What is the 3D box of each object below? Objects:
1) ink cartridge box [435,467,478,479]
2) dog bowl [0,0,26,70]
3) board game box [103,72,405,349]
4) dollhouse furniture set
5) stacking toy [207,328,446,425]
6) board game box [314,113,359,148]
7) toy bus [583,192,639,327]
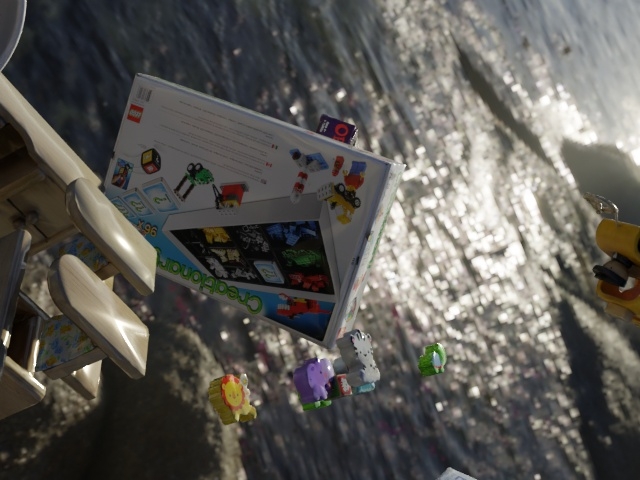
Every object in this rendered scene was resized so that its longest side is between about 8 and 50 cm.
[{"bbox_3d":[0.169,0.316,0.996,0.223,0.224,0.045,-24,128,-55],"label":"ink cartridge box"},{"bbox_3d":[-0.489,-0.289,1.228,0.265,0.104,0.265,-17,118,-35],"label":"dog bowl"},{"bbox_3d":[-0.084,-0.035,1.079,0.053,0.305,0.193,-3,114,-66],"label":"board game box"},{"bbox_3d":[-0.246,0.006,0.723,0.161,0.212,0.242,52,21,-37],"label":"dollhouse furniture set"},{"bbox_3d":[0.015,0.137,1.080,0.221,0.167,0.052,6,66,-59],"label":"stacking toy"},{"bbox_3d":[0.000,0.000,1.308,0.347,0.056,0.208,69,46,-75],"label":"board game box"},{"bbox_3d":[0.393,0.053,1.292,0.202,0.104,0.191,30,-5,21],"label":"toy bus"}]
